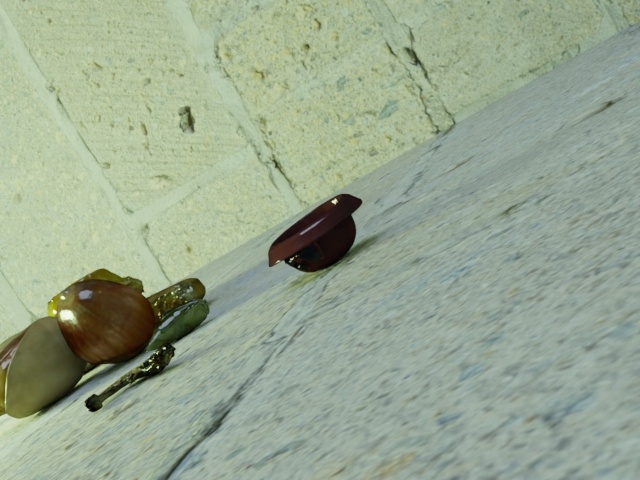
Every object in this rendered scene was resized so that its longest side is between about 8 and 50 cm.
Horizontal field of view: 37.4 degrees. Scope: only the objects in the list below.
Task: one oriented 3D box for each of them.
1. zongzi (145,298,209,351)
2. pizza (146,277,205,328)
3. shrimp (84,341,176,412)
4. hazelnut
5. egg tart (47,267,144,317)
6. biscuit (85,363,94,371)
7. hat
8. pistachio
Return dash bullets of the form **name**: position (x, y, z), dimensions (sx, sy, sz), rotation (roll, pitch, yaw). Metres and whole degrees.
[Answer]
- **zongzi**: position (-0.271, 0.165, 1.813), dimensions (0.109, 0.055, 0.119), rotation (-26, 18, 28)
- **pizza**: position (-0.353, 0.147, 2.242), dimensions (0.268, 0.087, 0.258), rotation (-27, 4, 21)
- **shrimp**: position (-0.304, 0.220, 1.496), dimensions (0.148, 0.035, 0.195), rotation (-31, -3, -36)
- **hazelnut**: position (-0.454, 0.163, 1.977), dimensions (0.214, 0.214, 0.176), rotation (-26, 33, 43)
- **egg tart**: position (-0.558, 0.150, 2.264), dimensions (0.294, 0.116, 0.295), rotation (-31, -1, 0)
- **biscuit**: position (-0.662, 0.315, 2.405), dimensions (0.144, 0.078, 0.426), rotation (-33, 6, -34)
- **hat**: position (0.000, 0.000, 1.635), dimensions (0.205, 0.089, 0.205), rotation (-34, 7, 5)
- **pistachio**: position (-0.613, 0.267, 1.999), dimensions (0.187, 0.187, 0.299), rotation (-28, 7, 22)
